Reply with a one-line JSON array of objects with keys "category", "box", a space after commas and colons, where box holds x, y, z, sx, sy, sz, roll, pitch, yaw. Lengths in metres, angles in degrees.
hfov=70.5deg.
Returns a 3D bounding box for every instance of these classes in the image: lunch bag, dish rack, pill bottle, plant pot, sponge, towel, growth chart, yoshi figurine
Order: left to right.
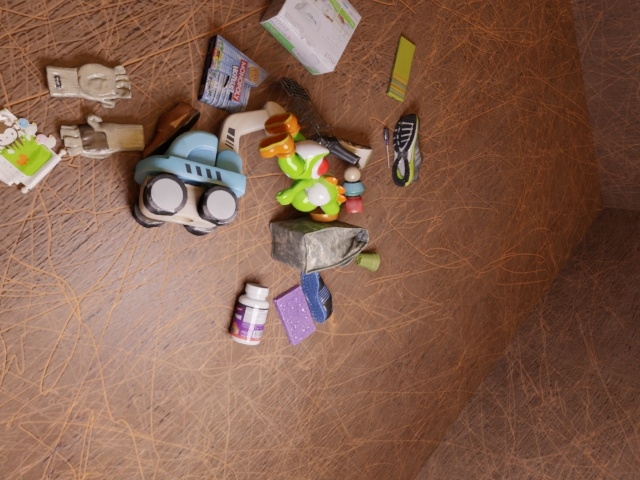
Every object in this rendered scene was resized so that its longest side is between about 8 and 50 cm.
[{"category": "growth chart", "box": [-0.768, -0.231, 1.097, 0.237, 0.021, 0.172, 38, 75, -37]}, {"category": "pill bottle", "box": [-0.237, 0.248, 1.553, 0.108, 0.108, 0.194, 14, 91, -39]}, {"category": "sponge", "box": [-0.095, 0.283, 1.719, 0.117, 0.031, 0.210, -32, 116, -30]}, {"category": "yoshi figurine", "box": [-0.071, -0.199, 1.388, 0.203, 0.203, 0.362, -43, 132, -4]}, {"category": "dish rack", "box": [-0.047, -0.412, 1.502, 0.272, 0.074, 0.208, 57, 19, -1]}, {"category": "lunch bag", "box": [0.000, 0.000, 1.600, 0.286, 0.235, 0.169, -13, 109, -34]}, {"category": "plant pot", "box": [0.189, 0.082, 1.874, 0.079, 0.083, 0.084, 10, 94, -25]}, {"category": "towel", "box": [0.329, -0.695, 1.847, 0.102, 0.021, 0.238, 11, 92, -44]}]

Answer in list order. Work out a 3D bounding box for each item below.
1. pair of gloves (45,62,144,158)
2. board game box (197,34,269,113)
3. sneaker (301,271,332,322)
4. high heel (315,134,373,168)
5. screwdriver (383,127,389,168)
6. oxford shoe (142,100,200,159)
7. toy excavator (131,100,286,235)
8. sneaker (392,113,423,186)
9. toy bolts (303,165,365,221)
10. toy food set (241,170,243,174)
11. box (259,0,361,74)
[{"category": "pair of gloves", "box": [-0.590, -0.340, 1.198, 0.204, 0.042, 0.240, -18, 108, -30]}, {"category": "board game box", "box": [-0.262, -0.498, 1.405, 0.194, 0.060, 0.194, 10, 93, -38]}, {"category": "sneaker", "box": [-0.008, 0.196, 1.747, 0.090, 0.081, 0.233, -31, 113, -56]}, {"category": "high heel", "box": [0.096, -0.350, 1.718, 0.093, 0.186, 0.261, -61, 166, 20]}, {"category": "screwdriver", "box": [0.281, -0.381, 1.874, 0.025, 0.024, 0.170, -15, 113, -4]}, {"category": "oxford shoe", "box": [-0.446, -0.316, 1.310, 0.076, 0.076, 0.212, 40, 76, -5]}, {"category": "toy excavator", "box": [-0.305, -0.244, 1.340, 0.432, 0.222, 0.446, 10, 77, -29]}, {"category": "sneaker", "box": [0.375, -0.378, 1.908, 0.121, 0.111, 0.300, -11, 112, -46]}, {"category": "toy bolts", "box": [0.048, -0.174, 1.581, 0.228, 0.218, 0.159, -6, 109, -6]}, {"category": "toy food set", "box": [-0.289, -0.216, 1.469, 0.082, 0.020, 0.083, -17, 110, -34]}, {"category": "box", "box": [-0.025, -0.728, 1.496, 0.262, 0.126, 0.231, 33, 80, -38]}]
